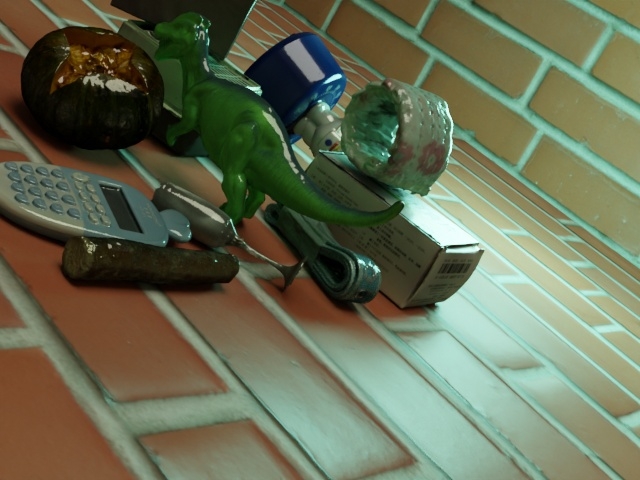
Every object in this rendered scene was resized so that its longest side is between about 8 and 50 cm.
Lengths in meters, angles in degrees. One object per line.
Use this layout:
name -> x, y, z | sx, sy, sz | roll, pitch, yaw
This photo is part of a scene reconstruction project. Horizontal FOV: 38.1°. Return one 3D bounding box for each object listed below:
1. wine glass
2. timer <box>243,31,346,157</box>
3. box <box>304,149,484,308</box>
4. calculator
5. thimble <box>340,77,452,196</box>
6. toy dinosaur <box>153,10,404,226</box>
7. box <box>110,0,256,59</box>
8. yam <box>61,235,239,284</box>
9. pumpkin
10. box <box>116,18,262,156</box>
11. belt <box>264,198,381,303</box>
wine glass -> -0.148, -0.012, 1.424 | 0.262, 0.074, 0.074 | 30, 18, 0
timer -> 0.009, -0.228, 2.007 | 0.383, 0.270, 0.270 | 48, 22, 9
box -> 0.119, -0.022, 1.734 | 0.333, 0.145, 0.173 | 39, 22, 27
calculator -> -0.315, -0.042, 1.286 | 0.303, 0.042, 0.188 | 16, 22, -35
thimble -> 0.144, -0.189, 1.716 | 0.149, 0.185, 0.211 | 12, 60, -40
toy dinosaur -> -0.073, -0.203, 1.483 | 0.500, 0.374, 0.144 | -1, 0, 35
box -> -0.256, -0.478, 1.800 | 0.252, 0.153, 0.188 | 25, 17, -9
yam -> -0.215, 0.032, 1.229 | 0.274, 0.061, 0.061 | 9, 29, -50
pumpkin -> -0.374, -0.246, 1.532 | 0.238, 0.159, 0.238 | 17, 42, -16
box -> -0.276, -0.293, 1.791 | 0.290, 0.166, 0.220 | 37, 19, 17
belt -> 0.000, 0.000, 1.583 | 0.072, 0.087, 0.302 | 9, 28, -40
